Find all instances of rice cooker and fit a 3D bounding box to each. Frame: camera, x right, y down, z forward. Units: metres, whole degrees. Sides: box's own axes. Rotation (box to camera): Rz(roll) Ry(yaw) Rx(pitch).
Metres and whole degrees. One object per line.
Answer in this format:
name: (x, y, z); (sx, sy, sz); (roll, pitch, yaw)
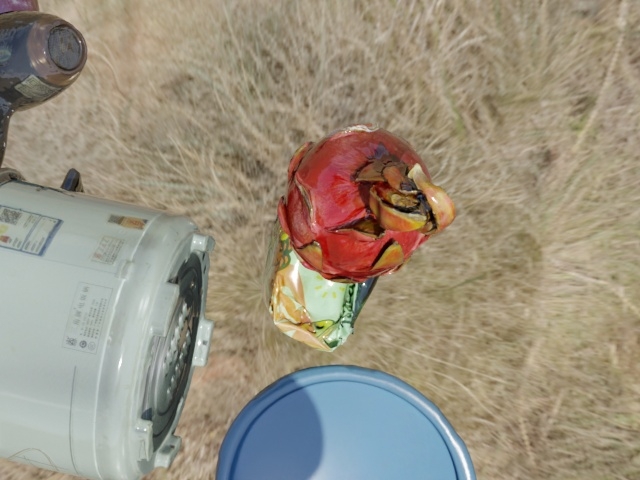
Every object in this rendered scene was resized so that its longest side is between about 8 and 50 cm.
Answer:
rice cooker: (-0.216, 0.071, 0.991); (0.227, 0.241, 0.280); (11, 60, 6)

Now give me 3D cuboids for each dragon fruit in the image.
dragon fruit: (0.033, -0.026, 0.681); (0.094, 0.190, 0.094); (3, 81, -16)

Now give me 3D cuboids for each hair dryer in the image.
hair dryer: (-0.406, -0.088, 1.367); (0.303, 0.120, 0.359); (-7, 64, 37)

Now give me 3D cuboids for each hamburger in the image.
hamburger: (0.002, -0.003, 1.338); (0.125, 0.214, 0.235); (10, 99, -14)

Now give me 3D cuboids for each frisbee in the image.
frisbee: (0.027, 0.275, 1.330); (0.289, 0.049, 0.290); (1, 94, 9)

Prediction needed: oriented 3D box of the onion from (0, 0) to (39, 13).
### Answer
onion: (-0.475, -0.328, 1.687); (0.200, 0.207, 0.201); (-11, 112, -30)
